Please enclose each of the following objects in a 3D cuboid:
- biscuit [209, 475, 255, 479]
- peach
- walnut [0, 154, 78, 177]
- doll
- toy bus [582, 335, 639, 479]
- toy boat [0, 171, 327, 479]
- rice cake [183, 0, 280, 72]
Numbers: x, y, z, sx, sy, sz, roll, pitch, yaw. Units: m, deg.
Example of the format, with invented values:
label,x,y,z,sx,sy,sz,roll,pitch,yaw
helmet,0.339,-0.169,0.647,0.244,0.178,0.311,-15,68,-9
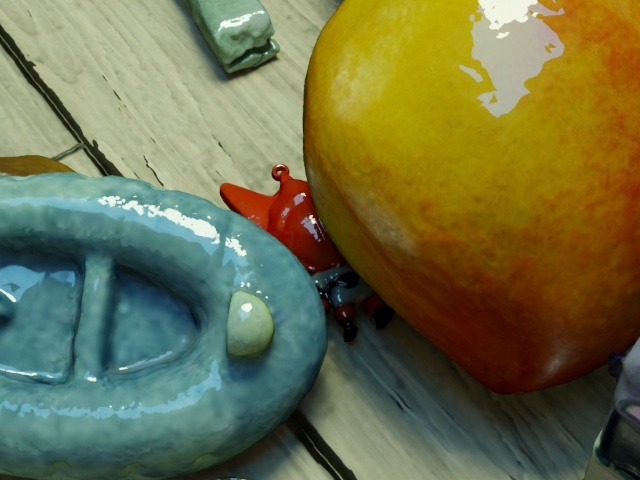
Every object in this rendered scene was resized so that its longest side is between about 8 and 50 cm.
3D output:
label,x,y,z,sx,sy,sz,roll,pitch,yaw
biscuit,-0.020,0.261,0.671,0.203,0.041,0.260,-25,55,-10
peach,0.139,-0.063,0.755,0.289,0.289,0.308,-17,50,-9
walnut,-0.274,-0.011,0.846,0.207,0.115,0.115,-8,53,0
doll,0.000,0.000,0.848,0.109,0.057,0.169,-21,54,-14
toy bus,0.357,0.028,0.677,0.209,0.249,0.440,31,65,24
toy boat,-0.158,0.057,0.729,0.330,0.123,0.215,9,78,-4
rice cake,-0.135,-0.294,1.073,0.066,0.063,0.336,-22,55,-12
